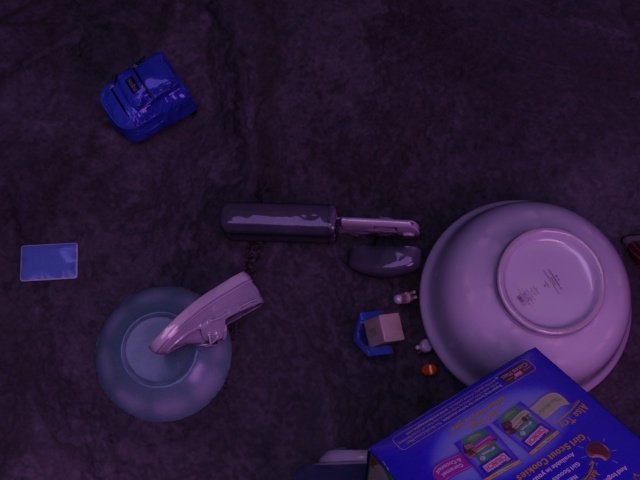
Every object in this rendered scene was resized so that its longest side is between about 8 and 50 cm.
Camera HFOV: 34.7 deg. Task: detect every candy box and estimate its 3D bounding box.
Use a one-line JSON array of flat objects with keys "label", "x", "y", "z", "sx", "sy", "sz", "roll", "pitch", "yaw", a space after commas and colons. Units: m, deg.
[{"label": "candy box", "x": 0.247, "y": 0.307, "z": 1.141, "sx": 0.268, "sy": 0.122, "sz": 0.317, "roll": -25, "pitch": 48, "yaw": -25}]

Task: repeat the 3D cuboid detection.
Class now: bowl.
[{"label": "bowl", "x": 0.289, "y": 0.067, "z": 1.362, "sx": 0.298, "sy": 0.134, "sz": 0.297, "roll": 1, "pitch": 73, "yaw": -4}]

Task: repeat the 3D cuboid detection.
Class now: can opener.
[{"label": "can opener", "x": 0.000, "y": 0.000, "z": 1.439, "sx": 0.284, "sy": 0.076, "sz": 0.095, "roll": 2, "pitch": 74, "yaw": 4}]

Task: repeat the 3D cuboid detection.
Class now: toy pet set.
[{"label": "toy pet set", "x": 0.109, "y": 0.133, "z": 1.418, "sx": 0.114, "sy": 0.065, "sz": 0.122, "roll": -3, "pitch": 75, "yaw": -34}]

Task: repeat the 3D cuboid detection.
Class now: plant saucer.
[{"label": "plant saucer", "x": -0.222, "y": 0.154, "z": 1.428, "sx": 0.195, "sy": 0.037, "sz": 0.194, "roll": -1, "pitch": 76, "yaw": 3}]

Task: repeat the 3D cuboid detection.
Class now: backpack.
[{"label": "backpack", "x": -0.260, "y": -0.212, "z": 1.497, "sx": 0.120, "sy": 0.101, "sz": 0.098, "roll": -32, "pitch": 69, "yaw": -2}]

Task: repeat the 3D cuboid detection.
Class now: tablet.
[{"label": "tablet", "x": -0.393, "y": 0.031, "z": 1.485, "sx": 0.083, "sy": 0.006, "sz": 0.054, "roll": -3, "pitch": 74, "yaw": 1}]

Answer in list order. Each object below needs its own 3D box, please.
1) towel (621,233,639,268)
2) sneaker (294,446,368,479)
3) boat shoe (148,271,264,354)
[{"label": "towel", "x": 0.538, "y": 0.046, "z": 1.295, "sx": 0.237, "sy": 0.329, "sz": 0.037, "roll": -3, "pitch": 107, "yaw": 1}, {"label": "sneaker", "x": 0.109, "y": 0.358, "z": 1.267, "sx": 0.323, "sy": 0.130, "sz": 0.236, "roll": 13, "pitch": 46, "yaw": 25}, {"label": "boat shoe", "x": -0.151, "y": 0.111, "z": 1.399, "sx": 0.063, "sy": 0.066, "sz": 0.184, "roll": 50, "pitch": 46, "yaw": 6}]
